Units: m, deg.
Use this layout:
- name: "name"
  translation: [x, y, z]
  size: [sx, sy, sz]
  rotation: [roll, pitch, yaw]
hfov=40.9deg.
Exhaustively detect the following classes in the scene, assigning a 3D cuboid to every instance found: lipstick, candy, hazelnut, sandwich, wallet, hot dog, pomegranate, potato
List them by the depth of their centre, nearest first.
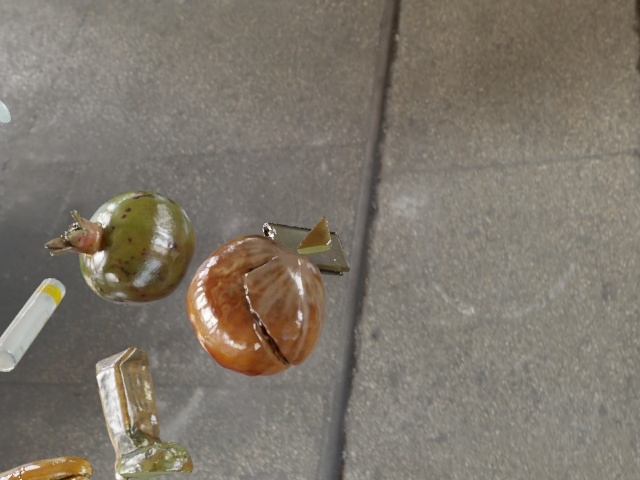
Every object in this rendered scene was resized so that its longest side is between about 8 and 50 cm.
- name: "hazelnut"
  translation: [-0.068, 0.082, 1.070]
  size: [0.182, 0.182, 0.182]
  rotation: [-11, 53, 15]
- name: "hot dog"
  translation: [-0.455, 0.398, 1.321]
  size: [0.249, 0.068, 0.100]
  rotation: [-20, 87, 16]
- name: "potato"
  translation: [-0.287, 0.372, 1.449]
  size: [0.119, 0.198, 0.054]
  rotation: [3, 72, -24]
- name: "sandwich"
  translation: [0.000, 0.000, 1.461]
  size: [0.044, 0.031, 0.083]
  rotation: [33, 67, 18]
- name: "lipstick"
  translation: [-0.601, 0.170, 1.768]
  size: [0.059, 0.059, 0.264]
  rotation: [-12, 26, 14]
- name: "candy"
  translation: [-0.397, 0.359, 1.796]
  size: [0.143, 0.101, 0.271]
  rotation: [-28, 64, 29]
- name: "wallet"
  translation: [-0.026, 0.019, 1.800]
  size: [0.031, 0.198, 0.110]
  rotation: [-42, 55, 35]
- name: "pomegranate"
  translation: [-0.461, 0.006, 1.992]
  size: [0.291, 0.323, 0.291]
  rotation: [-53, 25, 37]

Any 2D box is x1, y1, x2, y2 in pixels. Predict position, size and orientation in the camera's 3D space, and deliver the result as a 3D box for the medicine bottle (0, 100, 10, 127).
- name: "medicine bottle"
  translation: [-0.602, -0.199, 1.494]
  size: [0.118, 0.055, 0.074]
  rotation: [-28, 36, 17]
